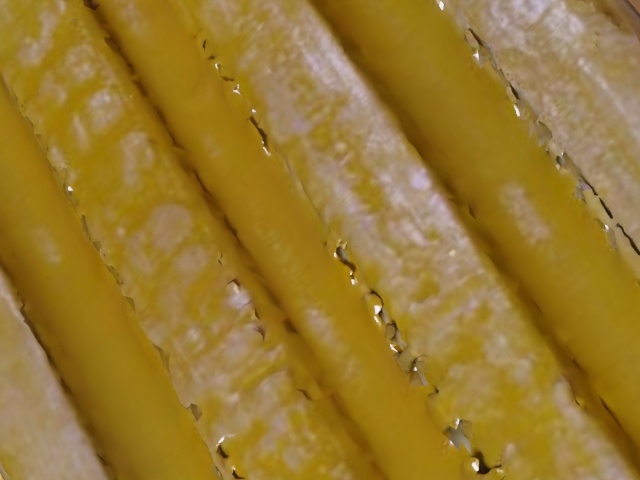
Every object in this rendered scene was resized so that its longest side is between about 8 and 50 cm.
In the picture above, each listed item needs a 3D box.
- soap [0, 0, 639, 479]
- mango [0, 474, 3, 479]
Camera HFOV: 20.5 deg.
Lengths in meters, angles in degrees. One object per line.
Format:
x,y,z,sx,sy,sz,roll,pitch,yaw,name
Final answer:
0.000,0.000,0.391,0.173,0.089,0.274,-39,64,15,soap
-0.041,0.099,0.497,0.187,0.066,0.101,33,96,-10,mango
